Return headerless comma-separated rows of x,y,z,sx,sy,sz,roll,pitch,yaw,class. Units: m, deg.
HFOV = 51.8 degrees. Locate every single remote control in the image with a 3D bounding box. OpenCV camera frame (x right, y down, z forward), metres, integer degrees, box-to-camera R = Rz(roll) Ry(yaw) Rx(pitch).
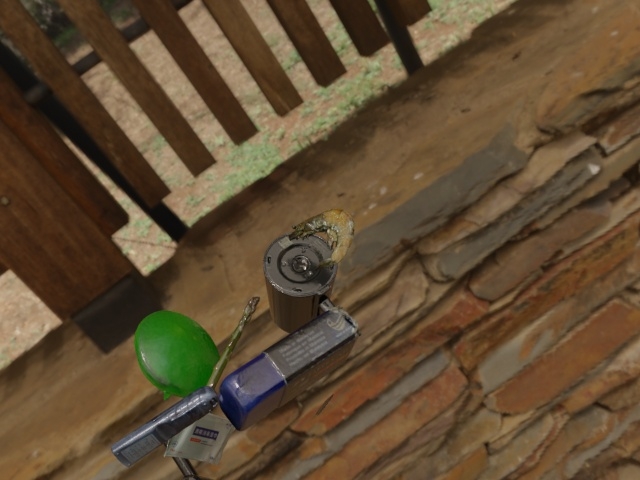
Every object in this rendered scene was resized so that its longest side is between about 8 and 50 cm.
-0.206,0.249,0.890,0.153,0.043,0.027,-32,46,-8,remote control

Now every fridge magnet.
-0.303,0.242,1.393,0.088,0.208,0.208,-41,21,27,fridge magnet

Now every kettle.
-0.031,0.148,1.904,0.262,0.308,0.203,20,60,10,kettle

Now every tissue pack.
-0.272,0.447,1.510,0.026,0.193,0.122,19,80,39,tissue pack

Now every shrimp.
0.000,0.000,1.681,0.217,0.051,0.150,-15,72,40,shrimp

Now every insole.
0.006,0.327,1.301,0.053,0.002,0.152,-50,-7,-20,insole

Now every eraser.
-0.062,0.274,1.444,0.332,0.101,0.155,-30,-24,-30,eraser

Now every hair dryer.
-0.337,0.533,1.594,0.071,0.114,0.248,-41,60,-2,hair dryer

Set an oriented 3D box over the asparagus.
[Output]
-0.176,0.214,1.238,0.025,0.024,0.248,12,73,54,asparagus
